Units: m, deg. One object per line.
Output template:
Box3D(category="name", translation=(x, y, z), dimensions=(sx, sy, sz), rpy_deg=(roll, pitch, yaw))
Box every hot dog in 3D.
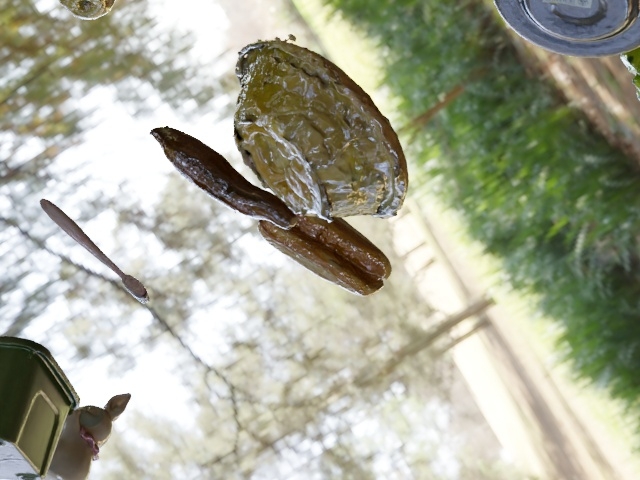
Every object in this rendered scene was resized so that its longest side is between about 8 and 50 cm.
Box3D(category="hot dog", translation=(0.000, 0.000, 1.764), dimensions=(0.249, 0.102, 0.076), rpy_deg=(32, -178, -9))

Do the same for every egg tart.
Box3D(category="egg tart", translation=(-0.020, -0.125, 1.467), dimensions=(0.315, 0.120, 0.315), rpy_deg=(40, 159, 19))

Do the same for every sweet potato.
Box3D(category="sweet potato", translation=(-0.129, -0.080, 1.414), dimensions=(0.264, 0.057, 0.057), rpy_deg=(35, 173, 27))

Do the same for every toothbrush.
Box3D(category="toothbrush", translation=(-0.381, 0.014, 1.852), dimensions=(0.307, 0.025, 0.029), rpy_deg=(38, 162, 30))

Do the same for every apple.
Box3D(category="apple", translation=(-0.297, -0.320, 1.404), dimensions=(0.084, 0.084, 0.071), rpy_deg=(54, -150, -44))

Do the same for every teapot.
Box3D(category="teapot", translation=(0.382, -0.423, 1.471), dimensions=(0.239, 0.239, 0.321), rpy_deg=(22, 152, -5))

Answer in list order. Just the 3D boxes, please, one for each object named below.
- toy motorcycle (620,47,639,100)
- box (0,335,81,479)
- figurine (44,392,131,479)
Box3D(category="toy motorcycle", translation=(0.569, -0.360, 1.658), dimensions=(0.142, 0.342, 0.206), rpy_deg=(27, 169, 3))
Box3D(category="box", translation=(-0.565, 0.261, 1.707), dimensions=(0.252, 0.329, 0.177), rpy_deg=(78, -162, -59))
Box3D(category="figurine", translation=(-0.480, 0.373, 2.156), dimensions=(0.155, 0.235, 0.127), rpy_deg=(23, 142, 4))
